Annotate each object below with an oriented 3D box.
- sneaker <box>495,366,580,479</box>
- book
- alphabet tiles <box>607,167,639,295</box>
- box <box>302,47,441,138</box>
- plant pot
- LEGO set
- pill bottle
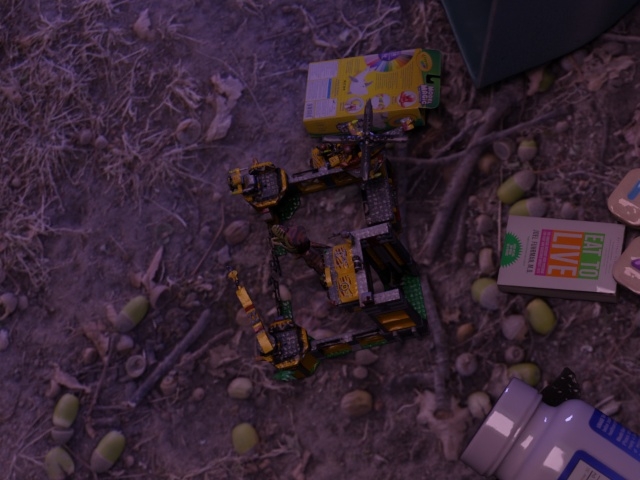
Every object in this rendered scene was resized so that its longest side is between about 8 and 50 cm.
[{"bbox_3d":[0.247,0.230,1.700,0.170,0.051,0.089,-35,65,-2],"label":"sneaker"},{"bbox_3d":[0.295,0.021,1.767,0.144,0.035,0.096,4,68,19],"label":"book"},{"bbox_3d":[0.490,-0.016,1.712,0.284,0.021,0.278,35,78,23],"label":"alphabet tiles"},{"bbox_3d":[0.071,-0.194,1.891,0.179,0.043,0.105,-6,55,17],"label":"box"},{"bbox_3d":[0.283,-0.377,1.799,0.252,0.248,0.247,-15,67,-8],"label":"plant pot"},{"bbox_3d":[0.000,0.000,1.775,0.255,0.192,0.331,-6,70,15],"label":"LEGO set"},{"bbox_3d":[0.294,0.269,1.581,0.272,0.152,0.152,34,84,9],"label":"pill bottle"}]
